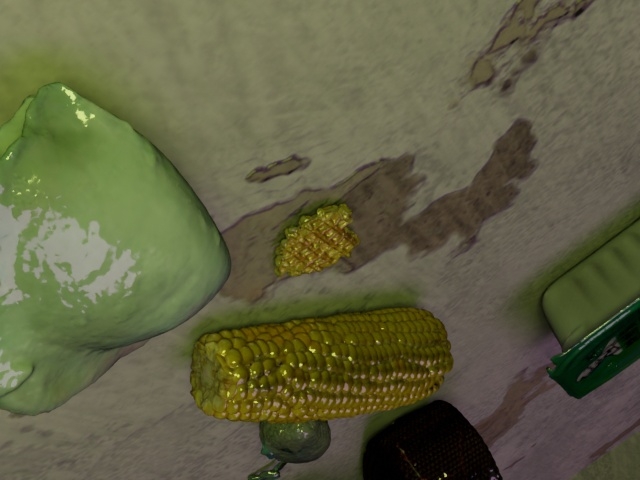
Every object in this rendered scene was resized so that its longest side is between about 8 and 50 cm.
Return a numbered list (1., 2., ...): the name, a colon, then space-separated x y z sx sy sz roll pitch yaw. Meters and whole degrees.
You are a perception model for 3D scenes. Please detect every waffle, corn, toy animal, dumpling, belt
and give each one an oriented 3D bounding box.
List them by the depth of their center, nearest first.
1. dumpling: -0.133 0.012 0.477 0.149 0.105 0.216 -38 152 -1
2. waffle: -0.002 0.000 0.682 0.078 0.016 0.085 -23 148 -18
3. corn: 0.021 0.117 0.792 0.311 0.101 0.101 -2 138 -44
4. toy animal: -0.033 0.225 0.952 0.079 0.070 0.253 9 155 -3
5. belt: 0.163 0.334 1.179 0.164 0.184 0.289 -29 156 -18

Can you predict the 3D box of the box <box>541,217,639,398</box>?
1. box: 0.416 0.054 1.083 0.337 0.106 0.264 -37 150 8
